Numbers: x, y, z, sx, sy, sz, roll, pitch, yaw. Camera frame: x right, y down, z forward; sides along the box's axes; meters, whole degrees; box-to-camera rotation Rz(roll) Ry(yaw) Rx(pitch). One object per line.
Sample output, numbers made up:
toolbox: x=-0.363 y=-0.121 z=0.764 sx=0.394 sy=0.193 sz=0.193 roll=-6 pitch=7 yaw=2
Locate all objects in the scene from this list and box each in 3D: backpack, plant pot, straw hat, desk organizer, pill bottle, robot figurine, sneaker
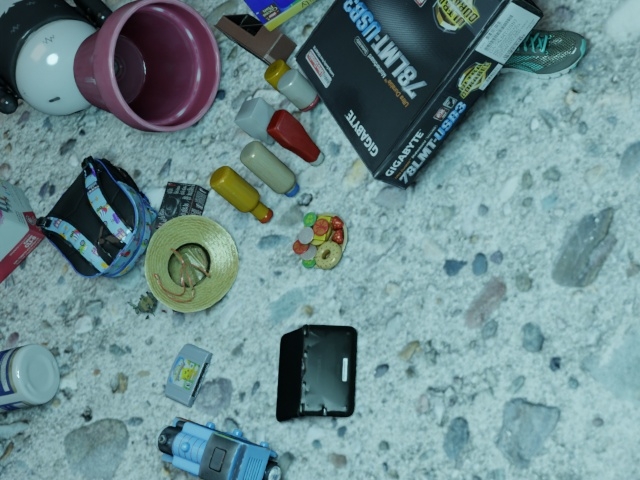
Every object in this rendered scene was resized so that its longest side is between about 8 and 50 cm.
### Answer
backpack: x=-0.322 y=-0.019 z=1.802 sx=0.158 sy=0.117 sz=0.173 roll=-51 pitch=53 yaw=7
plant pot: x=-0.283 y=-0.267 z=1.837 sx=0.180 sy=0.201 sz=0.201 roll=5 pitch=75 yaw=51
straw hat: x=-0.193 y=0.038 z=1.727 sx=0.061 sy=0.144 sz=0.144 roll=141 pitch=140 yaw=-70
desk organizer: x=-0.099 y=-0.311 z=1.810 sx=0.130 sy=0.047 sz=0.050 roll=38 pitch=93 yaw=37
pill bottle: x=-0.496 y=0.219 z=1.842 sx=0.169 sy=0.094 sz=0.094 roll=-14 pitch=65 yaw=28
robot figurine: x=-0.464 y=-0.321 z=1.980 sx=0.278 sy=0.173 sz=0.209 roll=41 pitch=120 yaw=37
sneaker: x=0.257 y=-0.248 z=1.532 sx=0.166 sy=0.076 sz=0.065 roll=1 pitch=74 yaw=34

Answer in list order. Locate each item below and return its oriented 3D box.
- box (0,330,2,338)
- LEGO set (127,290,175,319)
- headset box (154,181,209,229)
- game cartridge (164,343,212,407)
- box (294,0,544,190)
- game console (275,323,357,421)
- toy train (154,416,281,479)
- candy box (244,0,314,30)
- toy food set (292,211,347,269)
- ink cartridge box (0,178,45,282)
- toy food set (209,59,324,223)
box: x=-0.676 y=0.097 z=1.972 sx=0.142 sy=0.154 sz=0.300 roll=-49 pitch=52 yaw=8
LEGO set: x=-0.246 y=0.095 z=1.773 sx=0.083 sy=0.023 sz=0.054 roll=17 pitch=85 yaw=23
headset box: x=-0.211 y=-0.043 z=1.791 sx=0.062 sy=0.032 sz=0.083 roll=7 pitch=77 yaw=36
game cartridge: x=-0.191 y=0.191 z=1.700 sx=0.056 sy=0.017 sz=0.083 roll=16 pitch=82 yaw=40
box: x=0.118 y=-0.268 z=1.575 sx=0.293 sy=0.073 sz=0.295 roll=-50 pitch=43 yaw=22
game console: x=-0.006 y=0.179 z=1.585 sx=0.107 sy=0.071 sz=0.122 roll=2 pitch=72 yaw=3
toy train: x=-0.139 y=0.284 z=1.574 sx=0.184 sy=0.105 sz=0.080 roll=13 pitch=80 yaw=36
candy box: x=-0.054 y=-0.480 z=1.652 sx=0.268 sy=0.317 sz=0.122 roll=-34 pitch=55 yaw=9
toy food set: x=0.000 y=0.000 z=1.642 sx=0.082 sy=0.020 sz=0.083 roll=8 pitch=77 yaw=35
ink cartridge box: x=-0.569 y=-0.033 z=1.933 sx=0.127 sy=0.176 sz=0.128 roll=-43 pitch=55 yaw=13
toy food set: x=-0.056 y=-0.145 z=1.709 sx=0.111 sy=0.104 sz=0.232 roll=-10 pitch=48 yaw=45
